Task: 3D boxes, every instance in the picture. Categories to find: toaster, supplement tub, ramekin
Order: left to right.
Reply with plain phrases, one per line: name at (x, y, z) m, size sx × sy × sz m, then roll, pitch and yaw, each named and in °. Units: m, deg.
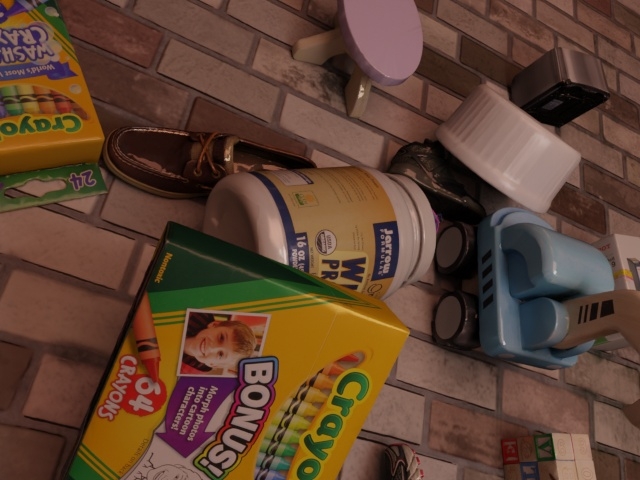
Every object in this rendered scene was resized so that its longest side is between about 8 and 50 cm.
supplement tub at (0.000, 0.000, 0.942) m, size 0.316 × 0.228 × 0.228 m, roll -8°, pitch 73°, yaw -33°
ramekin at (0.377, -0.189, 1.203) m, size 0.277 × 0.135 × 0.277 m, roll 30°, pitch 22°, yaw -14°
toaster at (0.569, -0.360, 1.431) m, size 0.168 × 0.186 × 0.110 m, roll 5°, pitch 71°, yaw -25°

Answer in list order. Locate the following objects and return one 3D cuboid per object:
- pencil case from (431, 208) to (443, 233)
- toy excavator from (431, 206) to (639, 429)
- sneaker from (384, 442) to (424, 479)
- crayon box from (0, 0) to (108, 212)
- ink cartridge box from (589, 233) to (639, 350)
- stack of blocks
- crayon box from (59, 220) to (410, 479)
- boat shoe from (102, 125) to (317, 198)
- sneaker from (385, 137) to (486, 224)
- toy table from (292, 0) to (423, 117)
pencil case at (0.148, -0.015, 1.077) m, size 0.064 × 0.152 × 0.070 m, roll 6°, pitch 71°, yaw -24°
toy excavator at (0.398, 0.108, 0.979) m, size 0.222 × 0.445 × 0.433 m, roll 16°, pitch 62°, yaw -21°
sneaker at (0.095, 0.443, 0.880) m, size 0.112 × 0.121 × 0.299 m, roll 7°, pitch 53°, yaw 8°
crayon box at (-0.453, -0.210, 0.885) m, size 0.203 × 0.083 × 0.323 m, roll -16°, pitch 77°, yaw -32°
ink cartridge box at (0.609, 0.111, 1.265) m, size 0.093 × 0.154 × 0.212 m, roll 9°, pitch 66°, yaw -23°
stack of blocks at (0.402, 0.474, 0.990) m, size 0.087 × 0.171 × 0.297 m, roll 11°, pitch 64°, yaw -24°
crayon box at (-0.111, 0.203, 0.756) m, size 0.313 × 0.106 × 0.363 m, roll 22°, pitch 100°, yaw -17°
boat shoe at (-0.167, -0.132, 0.977) m, size 0.342 × 0.123 × 0.123 m, roll 13°, pitch 63°, yaw -23°
sneaker at (0.248, -0.125, 1.216) m, size 0.227 × 0.087 × 0.130 m, roll 28°, pitch 65°, yaw -8°
toy table at (0.088, -0.397, 1.205) m, size 0.252 × 0.161 × 0.274 m, roll 16°, pitch 63°, yaw -22°
